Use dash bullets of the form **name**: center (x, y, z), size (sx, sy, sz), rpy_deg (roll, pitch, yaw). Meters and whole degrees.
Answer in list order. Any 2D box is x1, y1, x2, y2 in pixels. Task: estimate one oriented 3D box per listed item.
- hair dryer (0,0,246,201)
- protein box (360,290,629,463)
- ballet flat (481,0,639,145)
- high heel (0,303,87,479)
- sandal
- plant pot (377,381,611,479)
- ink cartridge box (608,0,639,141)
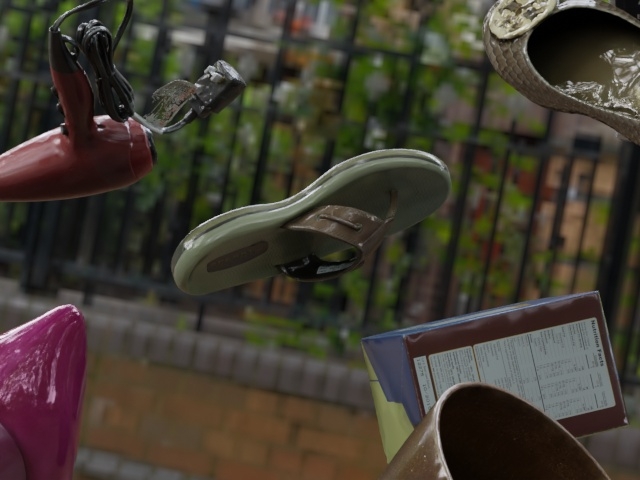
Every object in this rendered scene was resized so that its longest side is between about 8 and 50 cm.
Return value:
- **hair dryer**: center (-0.244, -0.133, 1.911), size (0.223, 0.293, 0.080), rpy_deg (30, 28, -39)
- **protein box**: center (0.168, 0.139, 1.873), size (0.201, 0.136, 0.200), rpy_deg (-12, -2, -11)
- **ballet flat**: center (0.185, -0.098, 1.141), size (0.250, 0.084, 0.058), rpy_deg (42, -6, 41)
- **high heel**: center (-0.215, 0.195, 1.397), size (0.127, 0.181, 0.377), rpy_deg (35, -24, 12)
- **sandal**: center (-0.001, 0.001, 1.915), size (0.302, 0.086, 0.120), rpy_deg (-23, -37, -12)
- **plant pot**: center (0.096, 0.262, 1.454), size (0.215, 0.230, 0.215), rpy_deg (33, 30, -22)
- **ink cartridge box**: center (0.239, -0.232, 1.318), size (0.065, 0.165, 0.333), rpy_deg (6, -34, 17)
